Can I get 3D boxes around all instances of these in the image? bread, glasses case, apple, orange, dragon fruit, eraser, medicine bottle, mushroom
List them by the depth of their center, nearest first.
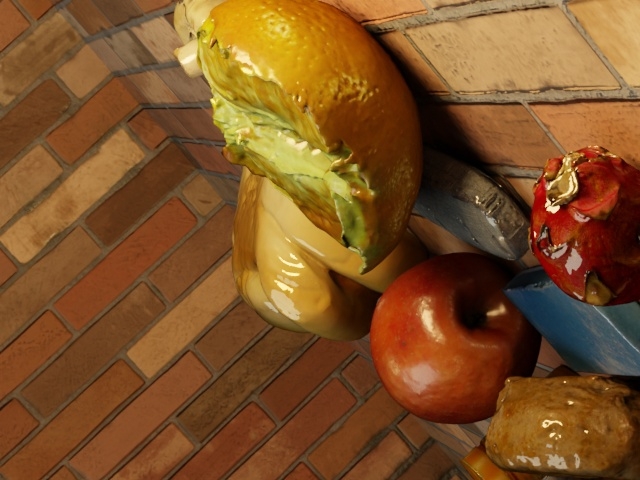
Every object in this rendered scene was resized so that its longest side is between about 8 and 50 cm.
[{"bbox_3d":[0.261,0.004,1.389,0.125,0.125,0.246,26,178,33],"label":"dragon fruit"},{"bbox_3d":[0.003,-0.122,1.712,0.262,0.196,0.335,-126,15,-55],"label":"orange"},{"bbox_3d":[0.298,0.089,1.783,0.144,0.042,0.312,47,172,-2],"label":"eraser"},{"bbox_3d":[0.146,-0.054,1.798,0.109,0.067,0.282,50,173,-31],"label":"glasses case"},{"bbox_3d":[0.308,0.222,1.881,0.230,0.123,0.230,4,173,0],"label":"bread"},{"bbox_3d":[0.171,0.124,2.013,0.218,0.218,0.201,46,147,6],"label":"apple"},{"bbox_3d":[-0.132,-0.257,2.084,0.154,0.122,0.154,48,166,16],"label":"mushroom"},{"bbox_3d":[0.289,0.266,2.144,0.096,0.192,0.096,47,172,8],"label":"medicine bottle"},{"bbox_3d":[-0.026,-0.002,2.302,0.329,0.245,0.424,49,176,-12],"label":"bread"}]

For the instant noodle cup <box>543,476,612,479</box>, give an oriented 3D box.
[{"bbox_3d":[0.396,0.362,2.042,0.207,0.217,0.217,52,174,19],"label":"instant noodle cup"}]
